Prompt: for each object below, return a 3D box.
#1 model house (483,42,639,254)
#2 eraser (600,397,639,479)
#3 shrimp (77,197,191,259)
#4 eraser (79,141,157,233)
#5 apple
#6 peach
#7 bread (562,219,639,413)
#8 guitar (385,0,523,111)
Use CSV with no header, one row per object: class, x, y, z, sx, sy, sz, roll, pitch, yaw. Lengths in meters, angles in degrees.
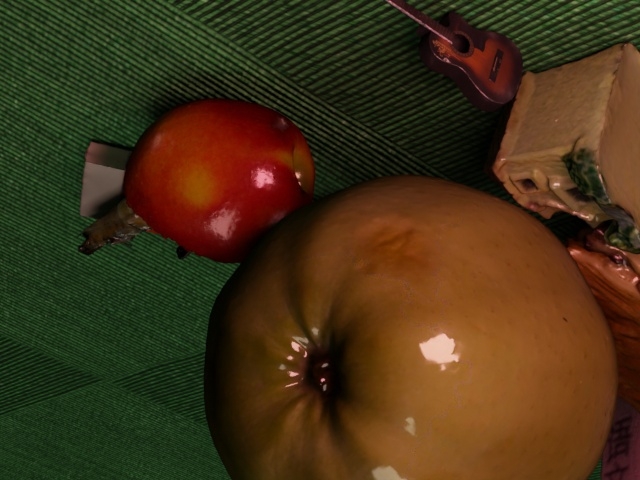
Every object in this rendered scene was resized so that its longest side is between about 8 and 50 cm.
model house,0.288,-0.076,1.631,0.189,0.195,0.214,-5,147,42
eraser,0.562,0.435,2.298,0.272,0.359,0.122,20,150,-21
shrimp,-0.225,-0.009,1.983,0.217,0.051,0.150,-21,147,38
eraser,-0.200,-0.055,1.977,0.230,0.038,0.157,13,153,-5
apple,0.089,0.142,1.639,0.473,0.474,0.473,8,152,4
peach,-0.122,-0.066,1.771,0.226,0.190,0.196,-7,155,20
bread,0.406,0.074,1.831,0.277,0.167,0.324,32,156,7
guitar,0.109,-0.218,1.544,0.233,0.088,0.025,30,147,-16
